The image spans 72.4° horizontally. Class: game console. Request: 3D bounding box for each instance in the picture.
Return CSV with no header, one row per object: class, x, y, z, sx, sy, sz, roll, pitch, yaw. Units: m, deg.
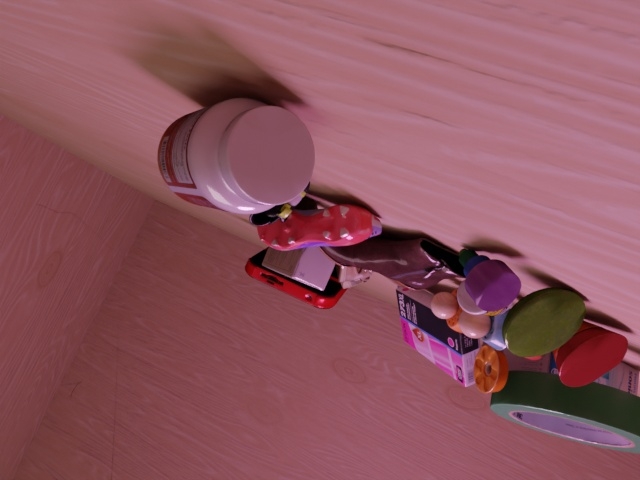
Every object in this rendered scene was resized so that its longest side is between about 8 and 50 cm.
game console,-0.077,0.128,1.765,0.386,0.060,0.342,24,-160,13

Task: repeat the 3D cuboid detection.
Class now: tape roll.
tape roll,0.544,0.374,0.955,0.320,0.077,0.321,17,156,8

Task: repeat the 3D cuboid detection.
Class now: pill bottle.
pill bottle,-0.100,-0.092,0.493,0.121,0.121,0.216,29,172,-33
pill bottle,0.293,0.099,0.767,0.116,0.065,0.065,11,-175,-46

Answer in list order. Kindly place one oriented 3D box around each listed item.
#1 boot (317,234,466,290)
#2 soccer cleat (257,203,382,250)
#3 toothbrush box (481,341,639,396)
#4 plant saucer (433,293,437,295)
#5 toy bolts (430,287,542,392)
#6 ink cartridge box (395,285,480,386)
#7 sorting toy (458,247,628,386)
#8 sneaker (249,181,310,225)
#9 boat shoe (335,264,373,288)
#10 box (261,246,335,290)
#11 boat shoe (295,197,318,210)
boot,0.122,0.011,0.787,0.248,0.090,0.207,28,161,-14
soccer cleat,-0.011,-0.022,0.766,0.247,0.083,0.095,-3,171,42
toothbrush box,0.579,0.321,1.077,0.295,0.126,0.216,26,160,-18
plant saucer,0.471,0.241,1.340,0.258,0.048,0.259,19,171,39
toy bolts,0.323,0.199,0.900,0.158,0.219,0.228,12,168,-8
ink cartridge box,0.298,0.234,1.216,0.069,0.176,0.371,-16,-163,-16
sorting toy,0.340,0.108,0.703,0.365,0.127,0.126,31,-160,-27
sneaker,-0.106,-0.076,0.735,0.084,0.097,0.234,29,172,-28
boat shoe,0.087,0.059,1.145,0.098,0.109,0.302,-12,161,3
box,-0.075,0.060,1.473,0.121,0.148,0.311,27,174,-25
boat shoe,-0.074,-0.071,0.856,0.152,0.056,0.048,15,166,15
